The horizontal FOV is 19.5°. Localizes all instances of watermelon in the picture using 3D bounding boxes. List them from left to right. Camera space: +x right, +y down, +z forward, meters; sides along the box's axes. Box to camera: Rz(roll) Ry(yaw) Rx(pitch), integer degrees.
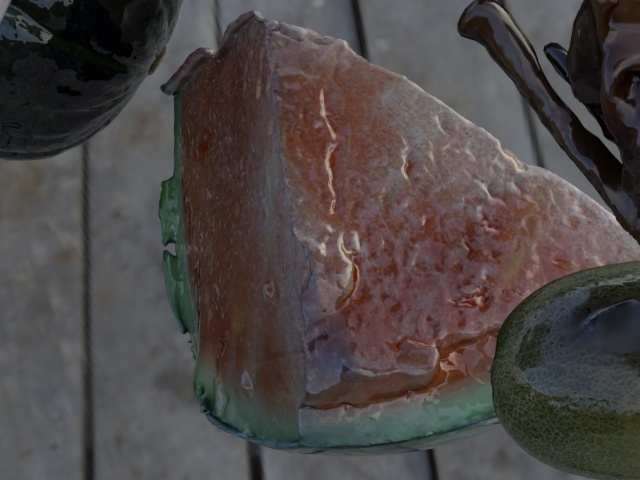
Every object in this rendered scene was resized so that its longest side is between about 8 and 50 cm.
[{"bbox_3d":[0.002,0.033,1.105,0.319,0.292,0.222,36,70,-3],"label":"watermelon"}]

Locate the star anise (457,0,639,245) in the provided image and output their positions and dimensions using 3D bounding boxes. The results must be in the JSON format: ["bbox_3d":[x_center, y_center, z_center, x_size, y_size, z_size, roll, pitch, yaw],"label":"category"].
[{"bbox_3d":[0.177,-0.021,0.559,0.190,0.125,0.220,-13,30,-34],"label":"star anise"}]

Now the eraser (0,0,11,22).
[{"bbox_3d":[-0.197,-0.125,0.810,0.068,0.124,0.210,5,70,64],"label":"eraser"}]

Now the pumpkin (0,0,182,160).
[{"bbox_3d":[-0.196,-0.183,1.299,0.216,0.250,0.250,43,66,10],"label":"pumpkin"}]

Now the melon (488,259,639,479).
[{"bbox_3d":[0.155,0.057,0.817,0.162,0.099,0.099,-3,48,6],"label":"melon"}]
